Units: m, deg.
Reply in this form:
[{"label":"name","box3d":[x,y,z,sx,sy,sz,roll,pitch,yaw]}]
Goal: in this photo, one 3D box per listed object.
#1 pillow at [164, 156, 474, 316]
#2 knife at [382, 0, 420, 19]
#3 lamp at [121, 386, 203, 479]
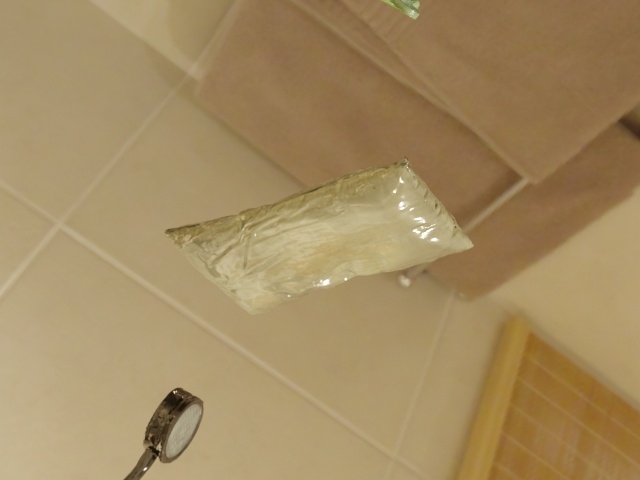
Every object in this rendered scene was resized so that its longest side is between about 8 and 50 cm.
[{"label":"pillow","box3d":[0.000,0.000,0.735,0.230,0.148,0.050,-18,-121,25]},{"label":"knife","box3d":[-0.006,-0.132,0.362,0.022,0.078,0.166,-50,162,15]},{"label":"lamp","box3d":[-0.256,0.264,0.766,0.371,0.108,0.130,-56,159,-16]}]
